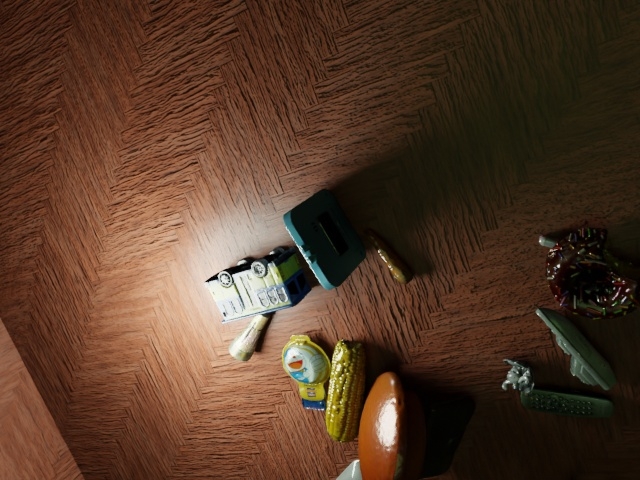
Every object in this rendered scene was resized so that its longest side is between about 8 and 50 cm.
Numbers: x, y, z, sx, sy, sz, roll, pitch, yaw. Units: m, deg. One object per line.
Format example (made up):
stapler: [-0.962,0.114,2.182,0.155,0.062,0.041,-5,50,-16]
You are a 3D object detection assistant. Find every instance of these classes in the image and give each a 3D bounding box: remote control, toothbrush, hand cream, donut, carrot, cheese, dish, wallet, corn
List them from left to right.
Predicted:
hand cream: [-0.223,0.305,1.729,0.084,0.084,0.203,37,114,7]
cheese: [-0.039,0.425,1.689,0.177,0.069,0.270,-4,108,26]
corn: [0.079,0.472,1.627,0.121,0.120,0.363,9,111,21]
dish: [0.133,0.846,1.777,0.154,0.064,0.234,36,119,9]
carrot: [0.185,0.043,1.455,0.191,0.047,0.047,49,121,1]
wallet: [0.345,0.584,1.532,0.165,0.042,0.309,0,119,-24]
remote control: [0.649,0.427,1.391,0.222,0.042,0.072,0,109,26]
donut: [0.632,0.089,1.216,0.230,0.096,0.216,46,132,-8]
toothbrush: [0.691,0.047,1.235,0.343,0.025,0.030,17,117,18]

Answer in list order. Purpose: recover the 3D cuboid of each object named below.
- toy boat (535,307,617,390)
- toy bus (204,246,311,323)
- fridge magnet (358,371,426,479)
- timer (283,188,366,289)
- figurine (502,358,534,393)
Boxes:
toy boat: [0.630,0.269,1.318,0.085,0.078,0.260,-42,91,16]
toy bus: [-0.194,0.139,1.611,0.288,0.138,0.175,-18,100,29]
fridge magnet: [0.194,0.556,1.483,0.155,0.363,0.363,9,115,-5]
timer: [0.000,0.000,1.404,0.091,0.250,0.231,-27,96,29]
figurine: [0.528,0.362,1.398,0.082,0.094,0.086,10,84,-18]
